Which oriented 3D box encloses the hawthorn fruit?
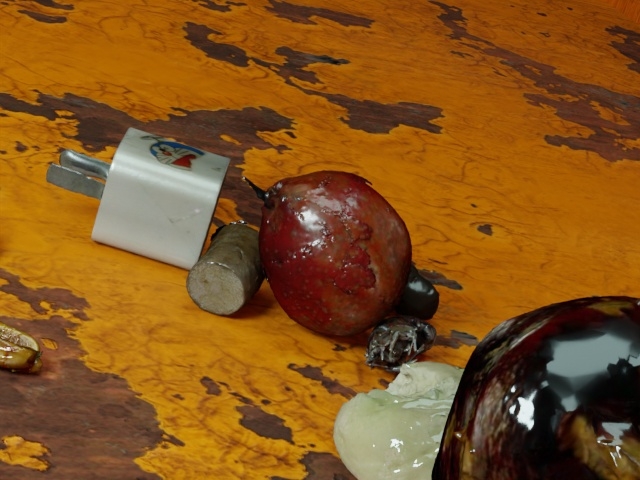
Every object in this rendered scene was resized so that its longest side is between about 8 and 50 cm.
[{"bbox_3d":[0.000,0.000,1.910,0.235,0.181,0.181,43,10,-28],"label":"hawthorn fruit"}]

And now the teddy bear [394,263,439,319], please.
[{"bbox_3d":[0.076,0.041,2.068,0.160,0.078,0.119,21,18,11],"label":"teddy bear"}]

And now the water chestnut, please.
[{"bbox_3d":[0.273,0.210,1.465,0.335,0.335,0.347,11,-10,-17],"label":"water chestnut"}]

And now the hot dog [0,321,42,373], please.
[{"bbox_3d":[-0.343,0.097,1.665,0.144,0.038,0.062,22,19,5],"label":"hot dog"}]

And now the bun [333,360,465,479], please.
[{"bbox_3d":[0.133,0.196,1.690,0.237,0.116,0.210,16,22,-10],"label":"bun"}]

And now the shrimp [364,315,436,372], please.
[{"bbox_3d":[0.085,0.121,1.913,0.065,0.057,0.165,29,26,11],"label":"shrimp"}]

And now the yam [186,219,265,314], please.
[{"bbox_3d":[-0.105,0.035,1.947,0.084,0.084,0.127,20,26,4],"label":"yam"}]

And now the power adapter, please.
[{"bbox_3d":[-0.225,-0.060,2.011,0.204,0.125,0.130,17,22,-4],"label":"power adapter"}]
